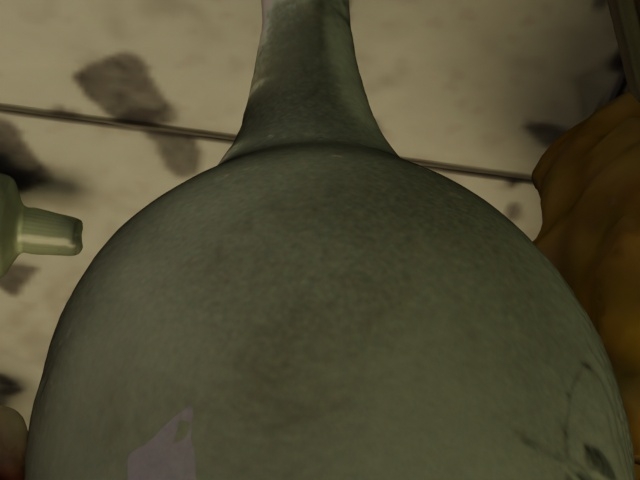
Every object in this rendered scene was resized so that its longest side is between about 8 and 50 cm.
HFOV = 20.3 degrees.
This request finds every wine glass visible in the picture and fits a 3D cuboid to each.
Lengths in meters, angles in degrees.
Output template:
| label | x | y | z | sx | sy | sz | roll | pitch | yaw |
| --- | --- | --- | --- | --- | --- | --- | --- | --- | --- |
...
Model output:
| label | x | y | z | sx | sy | sz | roll | pitch | yaw |
| --- | --- | --- | --- | --- | --- | --- | --- | --- | --- |
| wine glass | 0.000 | 0.000 | 0.421 | 0.143 | 0.321 | 0.143 | 0 | 149 | 0 |

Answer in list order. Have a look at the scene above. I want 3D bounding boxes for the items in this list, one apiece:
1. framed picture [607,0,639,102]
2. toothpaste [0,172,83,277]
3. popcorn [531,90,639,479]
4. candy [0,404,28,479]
| label | x | y | z | sx | sy | sz | roll | pitch | yaw |
| --- | --- | --- | --- | --- | --- | --- | --- | --- | --- |
| framed picture | 0.135 | -0.109 | 0.463 | 0.149 | 0.011 | 0.109 | -30 | 138 | -5 |
| toothpaste | -0.200 | -0.016 | 0.630 | 0.233 | 0.038 | 0.060 | 8 | 137 | -2 |
| popcorn | 0.161 | 0.060 | 0.568 | 0.190 | 0.250 | 0.250 | -45 | 132 | -4 |
| candy | -0.297 | 0.108 | 0.713 | 0.320 | 0.135 | 0.179 | 21 | 138 | -19 |
